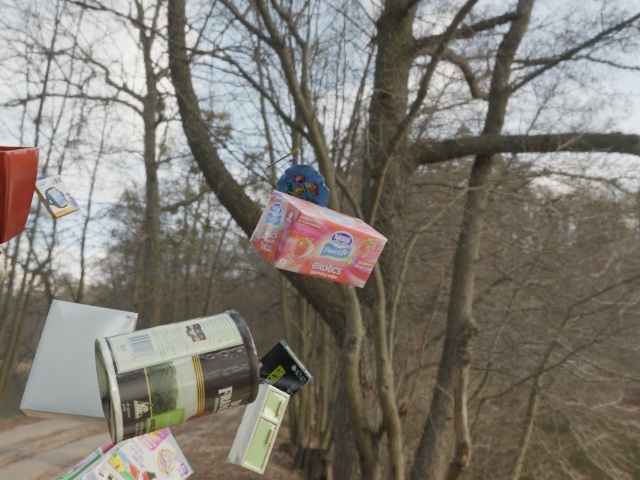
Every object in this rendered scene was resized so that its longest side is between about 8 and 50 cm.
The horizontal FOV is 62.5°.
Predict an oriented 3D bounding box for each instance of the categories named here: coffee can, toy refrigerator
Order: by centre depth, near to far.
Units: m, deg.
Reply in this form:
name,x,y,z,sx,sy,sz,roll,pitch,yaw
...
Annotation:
name,x,y,z,sx,sy,sz,roll,pitch,yaw
coffee can,-0.288,0.264,1.058,0.276,0.201,0.202,-9,-6,-29
toy refrigerator,-0.206,0.634,1.786,0.102,0.269,0.094,38,-33,-29

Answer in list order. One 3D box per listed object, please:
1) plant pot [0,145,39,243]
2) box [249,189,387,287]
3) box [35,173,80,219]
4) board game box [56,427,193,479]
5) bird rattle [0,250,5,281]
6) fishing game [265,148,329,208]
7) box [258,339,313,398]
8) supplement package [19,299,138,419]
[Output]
name,x,y,z,sx,sy,sz,roll,pitch,yaw
plant pot,-0.882,-0.118,1.332,0.268,0.235,0.267,0,11,-13
box,0.000,0.000,1.327,0.300,0.154,0.142,17,14,-39
box,-0.786,-0.136,1.559,0.028,0.136,0.081,-27,6,41
board game box,-0.559,0.689,1.538,0.064,0.242,0.317,-9,19,47
bird rattle,-1.081,0.103,1.634,0.254,0.143,0.207,-39,-13,0
fishing game,-0.059,-0.143,1.625,0.189,0.263,0.041,-19,8,32
box,-0.151,0.501,1.971,0.191,0.184,0.045,-45,-15,16
supplement package,-0.587,0.305,1.306,0.204,0.261,0.145,13,-28,-16
